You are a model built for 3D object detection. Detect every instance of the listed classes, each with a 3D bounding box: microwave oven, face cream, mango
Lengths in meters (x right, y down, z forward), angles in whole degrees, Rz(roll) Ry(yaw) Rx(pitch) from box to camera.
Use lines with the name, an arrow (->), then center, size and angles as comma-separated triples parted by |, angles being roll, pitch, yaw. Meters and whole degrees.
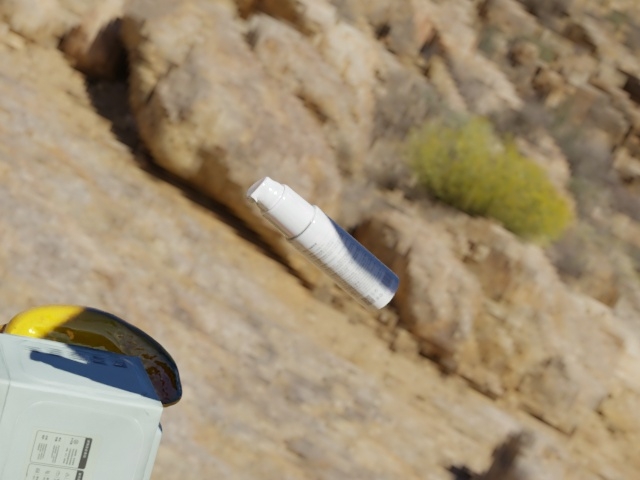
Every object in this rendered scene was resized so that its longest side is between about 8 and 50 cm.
microwave oven -> -0.231, 0.198, 1.313 | 0.162, 0.208, 0.122 | 12, 13, -21
face cream -> 0.000, 0.000, 1.115 | 0.130, 0.034, 0.034 | 40, 0, -24
mango -> -0.212, 0.110, 1.428 | 0.187, 0.101, 0.066 | 11, -18, 8
